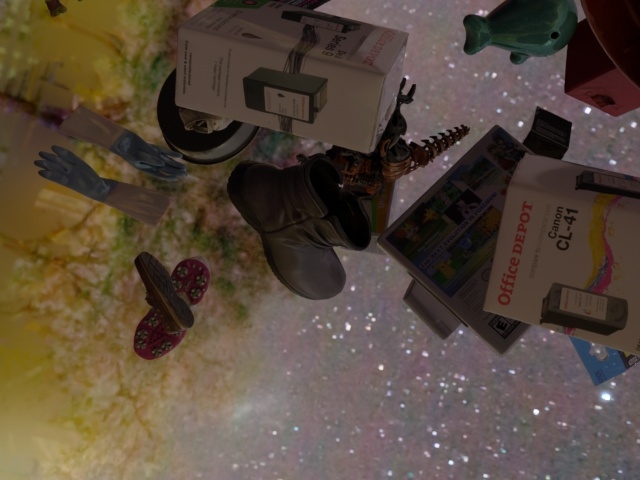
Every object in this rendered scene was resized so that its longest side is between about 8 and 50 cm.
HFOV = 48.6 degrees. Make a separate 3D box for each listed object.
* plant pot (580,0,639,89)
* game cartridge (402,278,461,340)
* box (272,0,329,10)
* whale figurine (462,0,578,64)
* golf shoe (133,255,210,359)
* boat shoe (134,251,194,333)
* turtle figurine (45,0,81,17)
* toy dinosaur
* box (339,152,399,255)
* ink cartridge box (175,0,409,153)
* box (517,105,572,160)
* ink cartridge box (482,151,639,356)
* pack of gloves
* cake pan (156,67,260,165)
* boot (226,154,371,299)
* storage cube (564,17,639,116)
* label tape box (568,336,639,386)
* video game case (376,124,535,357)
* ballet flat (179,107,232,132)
[{"bbox_3d":[0.593,-0.394,1.091,0.265,0.272,0.272,-36,-150,7],"label":"plant pot"},{"bbox_3d":[0.387,0.124,2.076,0.294,0.196,0.060,-43,174,-21],"label":"game cartridge"},{"bbox_3d":[-0.030,-0.493,1.188,0.163,0.247,0.142,48,-16,37],"label":"box"},{"bbox_3d":[0.477,-0.503,1.675,0.141,0.272,0.216,-108,-173,-47],"label":"whale figurine"},{"bbox_3d":[-0.366,0.168,1.798,0.306,0.115,0.140,-54,-172,12],"label":"golf shoe"},{"bbox_3d":[-0.320,0.107,1.397,0.060,0.178,0.064,-27,-172,18],"label":"boat shoe"},{"bbox_3d":[-0.611,-0.599,1.525,0.087,0.217,0.269,15,-126,39],"label":"turtle figurine"},{"bbox_3d":[0.112,-0.187,1.338,0.164,0.322,0.218,27,-49,54],"label":"toy dinosaur"},{"bbox_3d":[0.101,-0.088,1.437,0.114,0.103,0.203,71,28,-68],"label":"box"},{"bbox_3d":[-0.033,-0.250,1.021,0.211,0.289,0.121,-65,168,-55],"label":"ink cartridge box"},{"bbox_3d":[0.481,-0.193,1.588,0.158,0.093,0.156,-55,171,-54],"label":"box"},{"bbox_3d":[0.409,0.027,1.011,0.131,0.306,0.226,-47,147,-55],"label":"ink cartridge box"},{"bbox_3d":[-0.357,-0.120,1.221,0.046,0.232,0.195,-60,-173,42],"label":"pack of gloves"},{"bbox_3d":[-0.276,-0.331,1.733,0.054,0.293,0.293,29,77,-69],"label":"cake pan"},{"bbox_3d":[0.000,0.000,1.205,0.223,0.338,0.118,7,-124,44],"label":"boot"},{"bbox_3d":[0.718,-0.432,1.671,0.193,0.184,0.215,-24,-127,61],"label":"storage cube"},{"bbox_3d":[0.632,0.105,1.408,0.348,0.249,0.115,-36,-142,5],"label":"label tape box"},{"bbox_3d":[0.319,-0.008,1.268,0.329,0.300,0.036,-43,164,-11],"label":"video game case"},{"bbox_3d":[-0.177,-0.206,1.178,0.168,0.057,0.052,10,-68,51],"label":"ballet flat"}]
